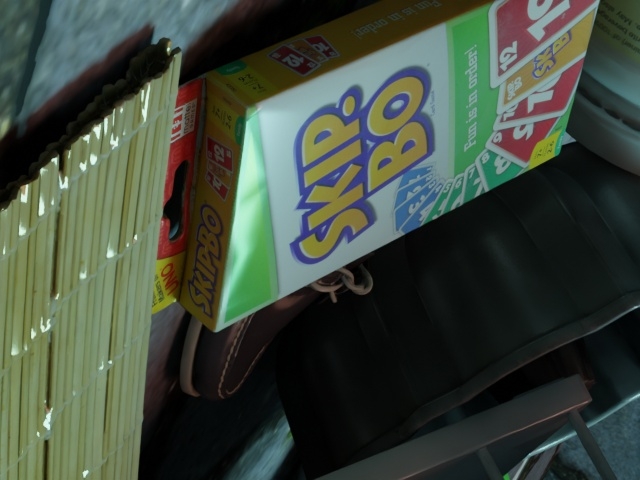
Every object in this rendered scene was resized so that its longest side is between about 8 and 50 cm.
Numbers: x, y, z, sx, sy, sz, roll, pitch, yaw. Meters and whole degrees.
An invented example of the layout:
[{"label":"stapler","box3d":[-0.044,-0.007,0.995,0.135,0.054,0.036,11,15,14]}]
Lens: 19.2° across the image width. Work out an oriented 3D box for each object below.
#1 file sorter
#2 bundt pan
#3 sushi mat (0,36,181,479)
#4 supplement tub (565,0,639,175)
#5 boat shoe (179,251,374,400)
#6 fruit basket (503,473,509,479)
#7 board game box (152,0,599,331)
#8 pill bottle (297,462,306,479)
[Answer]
[{"label":"file sorter","box3d":[0.033,0.223,1.034,0.278,0.173,0.193,-18,160,-29]},{"label":"bundt pan","box3d":[0.113,0.047,1.146,0.331,0.124,0.331,-26,164,-8]},{"label":"sushi mat","box3d":[-0.113,0.074,0.766,0.151,0.019,0.316,-45,156,-39]},{"label":"supplement tub","box3d":[0.234,-0.202,0.971,0.235,0.235,0.325,-48,163,-36]},{"label":"boat shoe","box3d":[0.000,0.000,0.950,0.206,0.065,0.075,-59,166,4]},{"label":"fruit basket","box3d":[0.070,0.366,1.638,0.392,0.283,0.392,-36,161,-14]},{"label":"board game box","box3d":[0.028,-0.052,0.855,0.259,0.039,0.124,-24,140,-35]},{"label":"pill bottle","box3d":[0.023,0.322,1.362,0.176,0.176,0.318,29,70,-76]}]
